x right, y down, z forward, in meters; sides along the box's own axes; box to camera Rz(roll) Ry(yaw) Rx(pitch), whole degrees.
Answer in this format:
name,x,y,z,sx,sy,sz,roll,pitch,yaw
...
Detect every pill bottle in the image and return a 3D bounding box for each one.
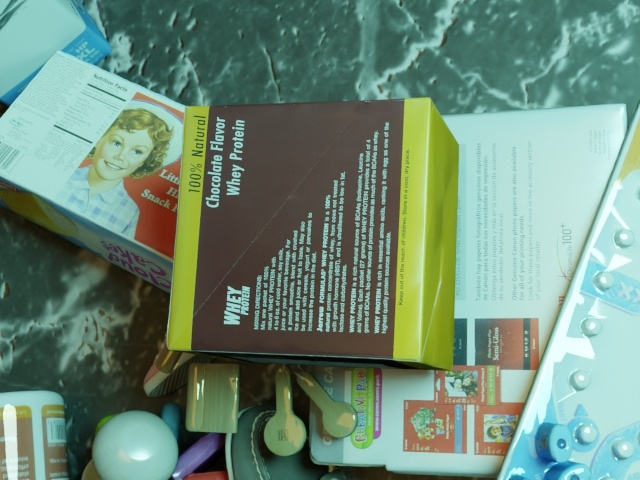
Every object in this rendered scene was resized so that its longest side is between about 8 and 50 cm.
name,x,y,z,sx,sy,sz,roll,pitch,yaw
pill bottle,-0.299,0.257,0.988,0.121,0.121,0.216,-9,77,11

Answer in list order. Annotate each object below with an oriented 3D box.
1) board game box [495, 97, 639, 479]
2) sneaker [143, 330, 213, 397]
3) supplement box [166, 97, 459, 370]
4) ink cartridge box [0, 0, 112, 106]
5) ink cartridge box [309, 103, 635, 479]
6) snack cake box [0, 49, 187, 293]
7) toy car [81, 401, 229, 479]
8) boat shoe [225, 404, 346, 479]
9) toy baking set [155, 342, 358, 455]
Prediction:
name,x,y,z,sx,sy,sz,roll,pitch,yaw
board game box,0.381,0.097,0.796,0.390,0.050,0.390,23,78,1
sneaker,-0.133,0.089,1.022,0.134,0.051,0.070,-44,68,2
supplement box,0.000,0.000,0.813,0.194,0.129,0.191,0,80,17
ink cartridge box,-0.363,-0.280,1.008,0.129,0.307,0.223,-36,74,4
ink cartridge box,0.138,0.050,0.923,0.272,0.130,0.309,-1,79,17
snack cake box,-0.186,-0.064,1.018,0.264,0.089,0.152,26,66,17
toy car,-0.131,0.228,0.958,0.136,0.159,0.182,-27,71,-30
boat shoe,0.022,0.293,0.903,0.095,0.112,0.335,-30,78,44
toy baking set,-0.026,0.064,0.895,0.196,0.030,0.256,25,88,20
